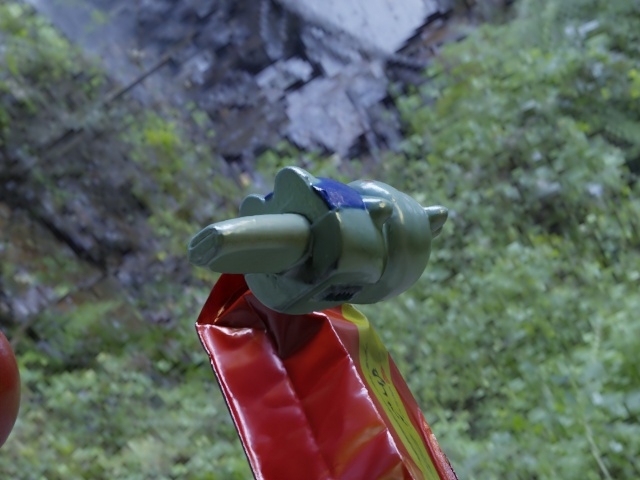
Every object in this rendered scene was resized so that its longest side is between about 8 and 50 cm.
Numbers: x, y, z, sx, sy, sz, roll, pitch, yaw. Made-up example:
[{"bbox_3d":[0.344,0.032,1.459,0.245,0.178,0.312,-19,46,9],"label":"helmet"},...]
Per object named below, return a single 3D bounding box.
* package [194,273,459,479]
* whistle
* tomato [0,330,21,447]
[{"bbox_3d":[0.026,0.172,1.296,0.123,0.196,0.424,-32,47,6],"label":"package"},{"bbox_3d":[0.000,0.000,1.115,0.110,0.244,0.092,-35,68,35],"label":"whistle"},{"bbox_3d":[-0.394,0.148,1.659,0.136,0.195,0.195,-9,21,-43],"label":"tomato"}]
